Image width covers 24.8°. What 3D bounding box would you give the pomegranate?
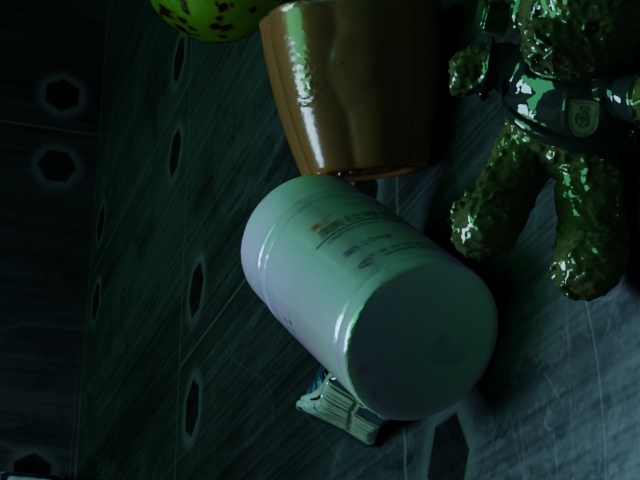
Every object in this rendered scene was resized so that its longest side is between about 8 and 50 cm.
[{"bbox_3d":[-0.176,-0.410,2.078,0.231,0.286,0.231,-155,90,-87],"label":"pomegranate"}]

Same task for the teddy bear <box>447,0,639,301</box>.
[{"bbox_3d":[0.177,-0.093,1.081,0.129,0.182,0.251,-21,-57,-68],"label":"teddy bear"}]

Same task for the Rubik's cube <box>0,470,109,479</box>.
[{"bbox_3d":[-0.301,0.551,1.960,0.343,0.337,0.344,-99,22,-43],"label":"Rubik's cube"}]

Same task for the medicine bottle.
[{"bbox_3d":[0.037,0.044,1.340,0.254,0.152,0.152,41,122,57],"label":"medicine bottle"}]

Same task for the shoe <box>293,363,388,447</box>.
[{"bbox_3d":[0.041,0.145,1.493,0.106,0.091,0.207,-61,2,-26],"label":"shoe"}]

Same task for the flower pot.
[{"bbox_3d":[0.040,-0.151,1.479,0.190,0.191,0.173,165,98,-71],"label":"flower pot"}]

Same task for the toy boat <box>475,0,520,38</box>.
[{"bbox_3d":[0.179,-0.278,1.260,0.104,0.052,0.210,-126,46,-69],"label":"toy boat"}]
